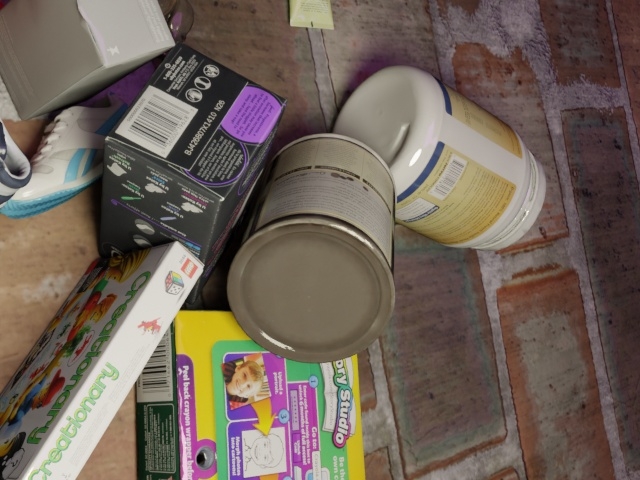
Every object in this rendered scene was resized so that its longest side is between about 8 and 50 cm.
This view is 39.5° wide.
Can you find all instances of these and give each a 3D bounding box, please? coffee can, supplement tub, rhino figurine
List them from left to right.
[{"bbox_3d":[-0.267,-0.311,1.154,0.243,0.073,0.106,22,71,-36],"label":"rhino figurine"},{"bbox_3d":[0.000,0.000,1.175,0.201,0.201,0.275,54,21,-21],"label":"coffee can"},{"bbox_3d":[0.193,-0.120,1.434,0.316,0.228,0.228,24,66,-37],"label":"supplement tub"}]

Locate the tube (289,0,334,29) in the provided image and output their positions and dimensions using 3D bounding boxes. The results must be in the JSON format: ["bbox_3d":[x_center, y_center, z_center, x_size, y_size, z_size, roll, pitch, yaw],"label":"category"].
[{"bbox_3d":[-0.027,-0.458,1.421,0.070,0.062,0.240,-7,92,0],"label":"tube"}]

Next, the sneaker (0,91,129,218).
[{"bbox_3d":[-0.308,-0.102,1.075,0.092,0.087,0.228,57,43,-10],"label":"sneaker"}]

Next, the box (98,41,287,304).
[{"bbox_3d":[-0.159,-0.070,1.054,0.143,0.270,0.165,28,58,1],"label":"box"}]

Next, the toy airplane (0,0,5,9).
[{"bbox_3d":[-0.392,-0.330,1.072,0.151,0.028,0.151,10,74,-39],"label":"toy airplane"}]

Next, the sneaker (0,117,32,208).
[{"bbox_3d":[-0.417,-0.094,0.874,0.282,0.153,0.099,33,30,-52],"label":"sneaker"}]

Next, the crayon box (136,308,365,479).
[{"bbox_3d":[-0.084,0.277,1.185,0.313,0.106,0.363,6,77,-43],"label":"crayon box"}]

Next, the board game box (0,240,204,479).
[{"bbox_3d":[-0.268,0.142,0.982,0.053,0.193,0.305,46,54,-27],"label":"board game box"}]

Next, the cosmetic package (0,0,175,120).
[{"bbox_3d":[-0.281,-0.231,1.011,0.107,0.238,0.127,-29,102,-42],"label":"cosmetic package"}]
